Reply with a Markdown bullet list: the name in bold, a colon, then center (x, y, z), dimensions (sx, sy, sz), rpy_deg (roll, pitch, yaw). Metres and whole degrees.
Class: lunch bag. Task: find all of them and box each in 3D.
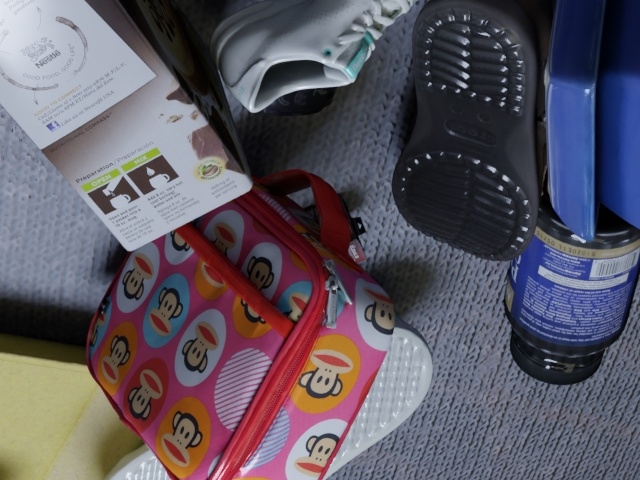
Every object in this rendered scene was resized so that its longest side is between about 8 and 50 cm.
- **lunch bag**: center (-0.062, 0.062, 1.409), dimensions (0.120, 0.293, 0.258), rpy_deg (24, 100, -36)

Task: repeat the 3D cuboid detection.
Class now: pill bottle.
- **pill bottle**: center (0.240, 0.032, 1.615), dimensions (0.122, 0.123, 0.219), rpy_deg (-7, 135, -12)

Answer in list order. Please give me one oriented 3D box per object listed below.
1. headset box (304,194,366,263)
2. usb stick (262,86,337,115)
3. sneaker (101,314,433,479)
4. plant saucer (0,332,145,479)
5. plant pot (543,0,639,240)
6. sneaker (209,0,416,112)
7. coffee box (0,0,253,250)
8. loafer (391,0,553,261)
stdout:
- **headset box**: center (0.000, 0.000, 1.544), dimensions (0.083, 0.062, 0.032), rpy_deg (-23, 137, 3)
- **usb stick**: center (0.006, -0.215, 1.346), dimensions (0.077, 0.045, 0.278), rpy_deg (-5, 135, -24)
- **sneaker**: center (-0.062, 0.186, 1.631), dimensions (0.366, 0.150, 0.135), rpy_deg (-29, 105, -3)
- **plant saucer**: center (-0.350, 0.190, 1.600), dimensions (0.333, 0.081, 0.333), rpy_deg (12, 129, -29)
- **plant pot**: center (0.285, -0.131, 1.302), dimensions (0.212, 0.236, 0.236), rpy_deg (4, 148, 13)
- **sneaker**: center (0.023, -0.164, 1.300), dimensions (0.212, 0.094, 0.080), rpy_deg (-30, 138, 5)
- **coffee box**: center (-0.178, -0.155, 1.253), dimensions (0.119, 0.168, 0.297), rpy_deg (-27, 136, 9)
- **loafer**: center (0.150, -0.110, 1.433), dimensions (0.134, 0.130, 0.366), rpy_deg (24, 151, 11)
